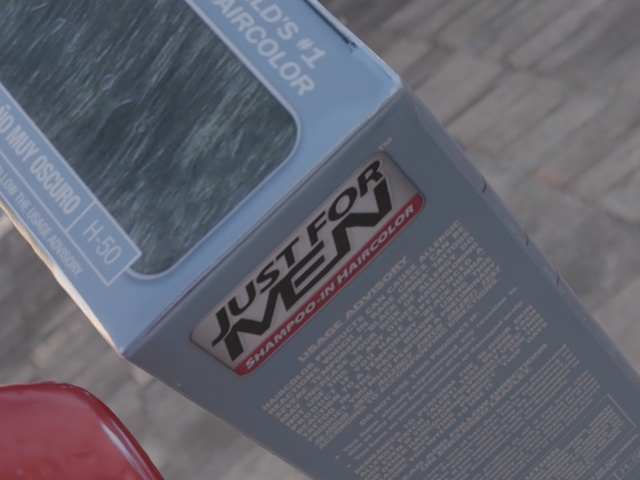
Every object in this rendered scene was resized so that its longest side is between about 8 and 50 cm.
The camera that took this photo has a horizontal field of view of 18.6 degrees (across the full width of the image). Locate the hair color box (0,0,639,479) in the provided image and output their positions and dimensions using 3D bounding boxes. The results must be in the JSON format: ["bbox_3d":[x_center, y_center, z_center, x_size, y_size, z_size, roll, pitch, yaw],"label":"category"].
[{"bbox_3d":[0.000,0.000,0.728,0.113,0.185,0.374,-43,-30,2],"label":"hair color box"}]

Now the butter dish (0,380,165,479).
[{"bbox_3d":[-0.066,0.103,0.491,0.118,0.160,0.160,-18,-23,-30],"label":"butter dish"}]
